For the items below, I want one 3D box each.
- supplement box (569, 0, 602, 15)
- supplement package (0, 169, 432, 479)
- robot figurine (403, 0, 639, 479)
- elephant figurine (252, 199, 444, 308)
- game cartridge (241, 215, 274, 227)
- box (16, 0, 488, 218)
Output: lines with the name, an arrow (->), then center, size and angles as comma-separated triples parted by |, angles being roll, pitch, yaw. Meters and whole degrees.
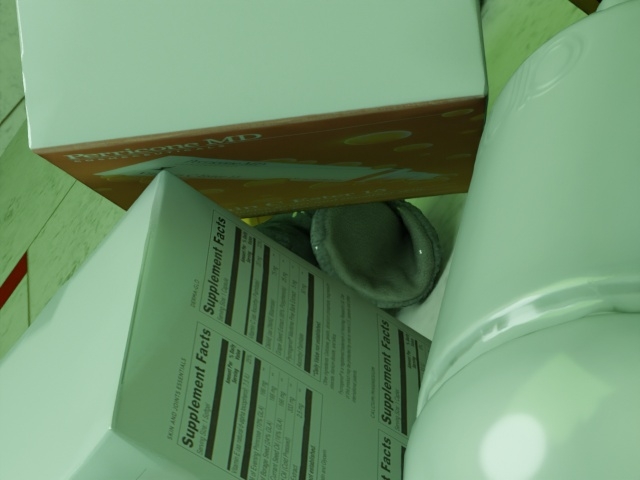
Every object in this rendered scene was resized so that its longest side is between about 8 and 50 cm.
supplement box -> 0.217, -0.180, 0.861 | 0.129, 0.191, 0.194 | -63, 20, -18
supplement package -> -0.035, 0.147, 0.843 | 0.199, 0.262, 0.198 | -47, 22, 28
robot figurine -> 0.144, 0.044, 0.660 | 0.353, 0.199, 0.300 | -72, -20, -44
elephant figurine -> 0.000, 0.000, 1.182 | 0.239, 0.186, 0.169 | -37, 48, -24
game cartridge -> -0.152, 0.088, 1.537 | 0.324, 0.052, 0.285 | -53, 20, 15
box -> -0.024, -0.115, 0.938 | 0.345, 0.215, 0.168 | 50, -147, -82
